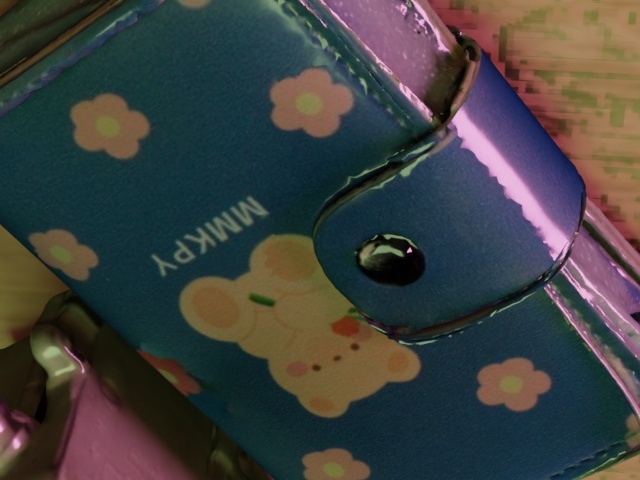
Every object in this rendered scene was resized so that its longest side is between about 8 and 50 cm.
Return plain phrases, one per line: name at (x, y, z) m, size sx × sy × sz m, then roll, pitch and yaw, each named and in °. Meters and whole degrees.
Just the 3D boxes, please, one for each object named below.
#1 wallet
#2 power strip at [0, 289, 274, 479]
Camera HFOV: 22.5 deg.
wallet at (0.000, 0.000, 0.443) m, size 0.141 × 0.059 × 0.202 m, roll -31°, pitch 119°, yaw 27°
power strip at (-0.040, 0.111, 0.519) m, size 0.053 × 0.093 × 0.288 m, roll -25°, pitch 122°, yaw 24°
